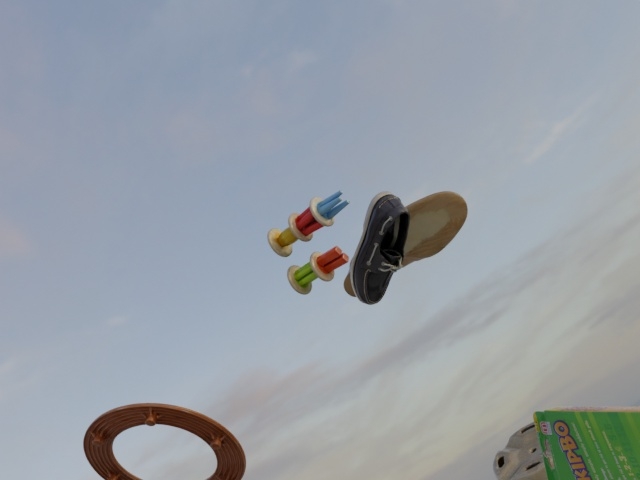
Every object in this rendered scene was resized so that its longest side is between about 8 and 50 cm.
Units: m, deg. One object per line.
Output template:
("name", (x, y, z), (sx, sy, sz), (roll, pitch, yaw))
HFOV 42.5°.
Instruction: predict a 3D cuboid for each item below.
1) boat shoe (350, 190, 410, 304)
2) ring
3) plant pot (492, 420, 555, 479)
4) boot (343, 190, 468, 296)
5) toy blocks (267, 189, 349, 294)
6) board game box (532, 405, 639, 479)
("boat shoe", (0.101, 0.025, 1.341), (0.075, 0.065, 0.206), (-10, -58, -33))
("ring", (-0.321, 0.451, 1.688), (0.337, 0.032, 0.336), (3, -50, 3))
("plant pot", (0.589, 0.610, 1.985), (0.334, 0.305, 0.334), (-37, 8, 6))
("boot", (0.164, -0.021, 1.542), (0.295, 0.104, 0.211), (-41, 5, 27))
("toy blocks", (0.000, 0.000, 1.280), (0.148, 0.123, 0.054), (-35, -11, 33))
("board game box", (0.388, 0.276, 1.055), (0.039, 0.124, 0.259), (-10, -4, -36))
